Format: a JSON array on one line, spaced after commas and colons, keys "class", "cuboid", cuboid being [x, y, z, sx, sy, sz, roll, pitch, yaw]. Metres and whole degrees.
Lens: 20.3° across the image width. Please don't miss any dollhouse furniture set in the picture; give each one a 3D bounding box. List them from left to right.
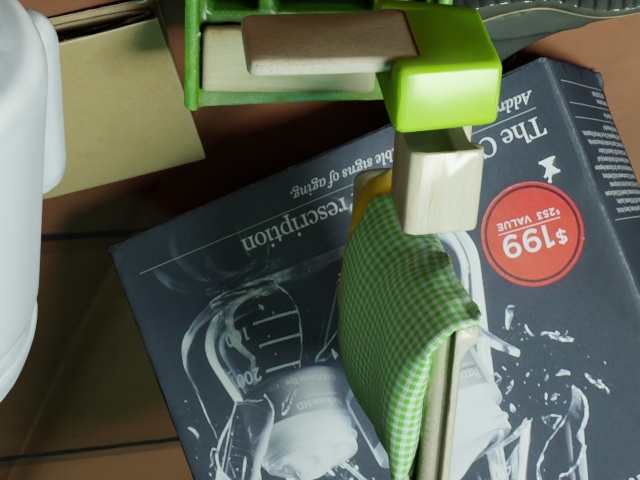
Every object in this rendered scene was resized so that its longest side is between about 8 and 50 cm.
[{"class": "dollhouse furniture set", "cuboid": [0.000, 0.000, 1.018, 0.151, 0.197, 0.302, -1, 120, -7]}]

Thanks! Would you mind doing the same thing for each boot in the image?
[{"class": "boot", "cuboid": [0.141, -0.150, 1.132, 0.197, 0.077, 0.137, -2, 162, 6]}]

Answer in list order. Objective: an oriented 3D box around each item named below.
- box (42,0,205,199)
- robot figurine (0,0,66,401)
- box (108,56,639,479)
[{"class": "box", "cuboid": [-0.167, -0.082, 1.154, 0.164, 0.021, 0.201, -14, 157, -1]}, {"class": "robot figurine", "cuboid": [-0.248, -0.019, 0.949, 0.300, 0.200, 0.353, -31, 146, -37]}, {"class": "box", "cuboid": [0.080, 0.083, 1.256, 0.343, 0.313, 0.179, -23, 175, 19]}]
